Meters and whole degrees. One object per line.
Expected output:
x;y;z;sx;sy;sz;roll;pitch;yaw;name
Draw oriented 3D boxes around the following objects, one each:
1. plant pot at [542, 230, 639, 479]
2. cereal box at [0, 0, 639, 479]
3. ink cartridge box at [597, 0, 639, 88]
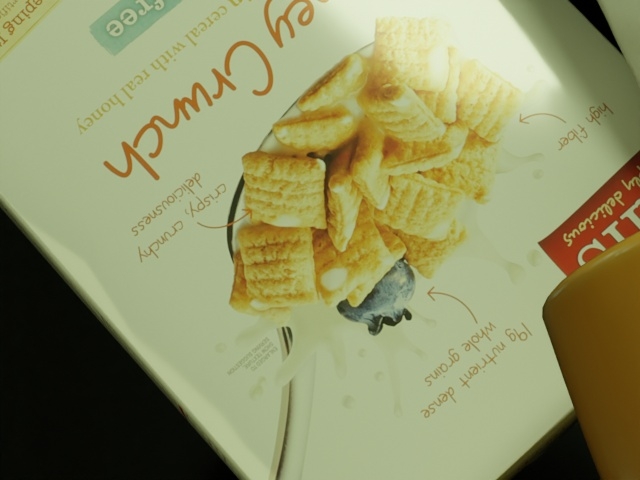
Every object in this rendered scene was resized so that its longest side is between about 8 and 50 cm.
0.177;0.072;0.428;0.205;0.205;0.188;-25;76;34;plant pot
-0.004;-0.033;0.570;0.173;0.047;0.240;-41;78;-10;cereal box
0.118;-0.174;0.502;0.165;0.065;0.333;-24;90;34;ink cartridge box
